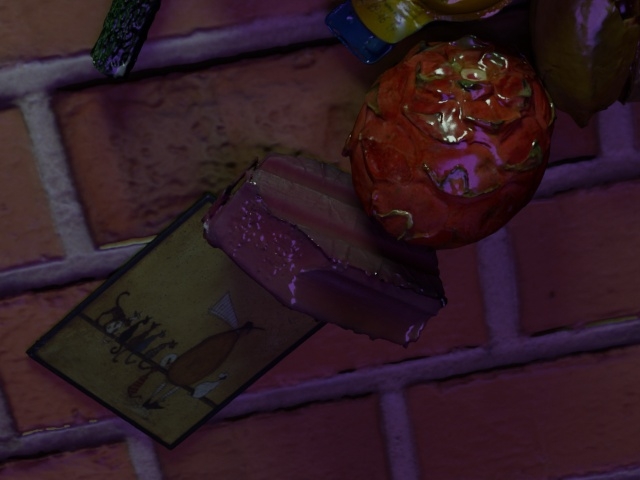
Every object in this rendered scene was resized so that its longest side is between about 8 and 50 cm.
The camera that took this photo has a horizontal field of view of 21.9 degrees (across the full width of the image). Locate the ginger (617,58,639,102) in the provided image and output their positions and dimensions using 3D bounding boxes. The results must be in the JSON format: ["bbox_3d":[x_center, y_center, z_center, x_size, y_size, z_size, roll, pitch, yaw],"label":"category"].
[{"bbox_3d":[0.411,-0.226,1.915,0.095,0.069,0.190,33,118,-2],"label":"ginger"}]

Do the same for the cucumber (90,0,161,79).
[{"bbox_3d":[-0.202,-0.262,1.816,0.058,0.058,0.187,14,122,-17],"label":"cucumber"}]

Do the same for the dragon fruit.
[{"bbox_3d":[0.147,-0.110,1.864,0.241,0.241,0.252,14,102,-17],"label":"dragon fruit"}]

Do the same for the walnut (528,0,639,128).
[{"bbox_3d":[0.296,-0.240,1.859,0.137,0.137,0.245,-2,122,-6],"label":"walnut"}]

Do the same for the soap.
[{"bbox_3d":[0.000,0.000,1.957,0.289,0.182,0.112,22,122,-28],"label":"soap"}]

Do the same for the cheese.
[{"bbox_3d":[0.128,-0.296,1.827,0.270,0.069,0.177,-37,122,19],"label":"cheese"}]

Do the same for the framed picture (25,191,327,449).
[{"bbox_3d":[-0.169,0.111,2.114,0.339,0.014,0.255,-40,121,20],"label":"framed picture"}]
